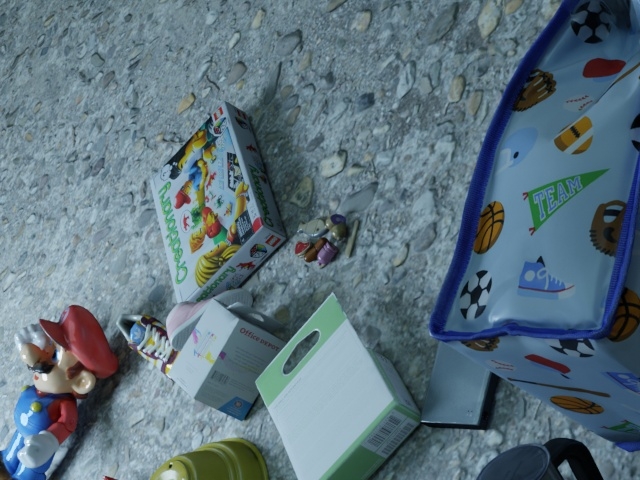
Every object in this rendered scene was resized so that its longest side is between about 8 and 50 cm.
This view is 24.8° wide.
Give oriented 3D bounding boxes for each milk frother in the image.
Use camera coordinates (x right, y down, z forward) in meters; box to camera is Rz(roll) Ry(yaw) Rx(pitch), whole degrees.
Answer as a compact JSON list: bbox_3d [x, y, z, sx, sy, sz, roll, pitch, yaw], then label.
[{"bbox_3d":[0.208,0.270,1.465,0.143,0.135,0.129,-13,26,42],"label":"milk frother"}]

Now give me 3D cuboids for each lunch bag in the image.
[{"bbox_3d":[0.319,-0.028,1.371,0.239,0.328,0.386,-4,62,44],"label":"lunch bag"}]

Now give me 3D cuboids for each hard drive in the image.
[{"bbox_3d":[0.169,0.152,1.691,0.094,0.022,0.135,-6,62,49],"label":"hard drive"}]

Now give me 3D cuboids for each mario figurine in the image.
[{"bbox_3d":[-0.445,0.241,2.245,0.198,0.170,0.321,29,99,20],"label":"mario figurine"}]

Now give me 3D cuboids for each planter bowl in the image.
[{"bbox_3d":[-0.173,0.350,1.914,0.217,0.090,0.217,-29,47,36],"label":"planter bowl"}]

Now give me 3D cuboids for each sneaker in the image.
[{"bbox_3d":[-0.165,0.099,2.085,0.134,0.051,0.070,-33,33,-1],"label":"sneaker"},{"bbox_3d":[-0.236,0.156,2.128,0.185,0.084,0.070,20,82,54],"label":"sneaker"}]

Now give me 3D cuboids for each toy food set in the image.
[{"bbox_3d":[0.000,0.000,2.003,0.122,0.019,0.078,-8,60,48],"label":"toy food set"}]

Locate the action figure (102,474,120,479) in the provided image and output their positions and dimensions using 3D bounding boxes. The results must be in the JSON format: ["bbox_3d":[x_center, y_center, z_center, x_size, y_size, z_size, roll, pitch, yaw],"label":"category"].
[{"bbox_3d":[-0.362,0.462,2.035,0.091,0.139,0.280,14,80,54],"label":"action figure"}]

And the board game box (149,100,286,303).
[{"bbox_3d":[-0.161,-0.049,2.204,0.193,0.053,0.305,-45,39,22],"label":"board game box"}]

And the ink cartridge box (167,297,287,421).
[{"bbox_3d":[-0.122,0.154,1.985,0.143,0.092,0.090,-59,35,0],"label":"ink cartridge box"}]

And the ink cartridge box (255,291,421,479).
[{"bbox_3d":[0.018,0.199,1.816,0.171,0.056,0.235,-49,34,15],"label":"ink cartridge box"}]
